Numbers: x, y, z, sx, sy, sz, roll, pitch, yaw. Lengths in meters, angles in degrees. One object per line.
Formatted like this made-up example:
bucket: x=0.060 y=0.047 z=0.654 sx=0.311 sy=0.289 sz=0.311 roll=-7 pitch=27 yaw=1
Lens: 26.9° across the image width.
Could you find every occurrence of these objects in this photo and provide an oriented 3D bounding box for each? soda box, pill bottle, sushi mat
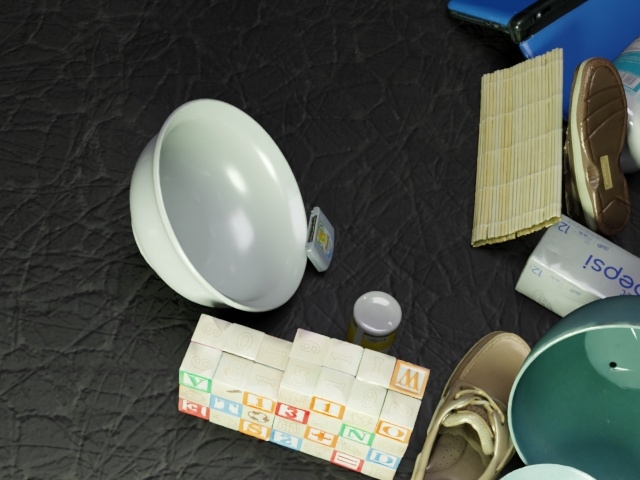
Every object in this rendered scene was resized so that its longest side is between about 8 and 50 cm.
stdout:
soda box: x=0.424 y=0.086 z=1.869 sx=0.286 sy=0.091 sz=0.098 roll=30 pitch=58 yaw=11
pill bottle: x=0.068 y=0.122 z=1.784 sx=0.065 sy=0.116 sz=0.065 roll=4 pitch=58 yaw=-6
pill bottle: x=0.506 y=-0.230 z=2.043 sx=0.146 sy=0.146 sz=0.264 roll=39 pitch=62 yaw=16
sushi mat: x=0.292 y=-0.139 z=1.975 sx=0.019 sy=0.151 sz=0.316 roll=38 pitch=47 yaw=-38

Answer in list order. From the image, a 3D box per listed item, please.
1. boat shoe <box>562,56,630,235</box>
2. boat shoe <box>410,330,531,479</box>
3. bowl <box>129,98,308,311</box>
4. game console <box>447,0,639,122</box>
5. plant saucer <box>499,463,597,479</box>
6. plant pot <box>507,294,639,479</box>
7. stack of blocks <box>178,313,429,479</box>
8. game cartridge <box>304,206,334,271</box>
boat shoe: x=0.381 y=-0.135 z=1.931 sx=0.095 sy=0.095 sz=0.257 roll=-10 pitch=102 yaw=-29
boat shoe: x=0.202 y=0.247 z=1.728 sx=0.122 sy=0.110 sz=0.341 roll=24 pitch=59 yaw=7
bowl: x=-0.159 y=-0.031 z=1.805 sx=0.298 sy=0.134 sz=0.297 roll=28 pitch=53 yaw=-44
game console: x=0.398 y=-0.351 z=2.175 sx=0.293 sy=0.173 sz=0.250 roll=-33 pitch=37 yaw=-25
plant saucer: x=0.286 y=0.376 z=1.663 sx=0.195 sy=0.037 sz=0.195 roll=-2 pitch=62 yaw=3
plant pot: x=0.401 y=0.184 z=1.723 sx=0.290 sy=0.290 sz=0.195 roll=22 pitch=32 yaw=6
stack of blocks: x=-0.026 y=0.191 z=1.698 sx=0.297 sy=0.171 sz=0.087 roll=18 pitch=58 yaw=4
game cartridge: x=0.000 y=0.000 z=1.887 sx=0.017 sy=0.056 sz=0.083 roll=-10 pitch=47 yaw=22
